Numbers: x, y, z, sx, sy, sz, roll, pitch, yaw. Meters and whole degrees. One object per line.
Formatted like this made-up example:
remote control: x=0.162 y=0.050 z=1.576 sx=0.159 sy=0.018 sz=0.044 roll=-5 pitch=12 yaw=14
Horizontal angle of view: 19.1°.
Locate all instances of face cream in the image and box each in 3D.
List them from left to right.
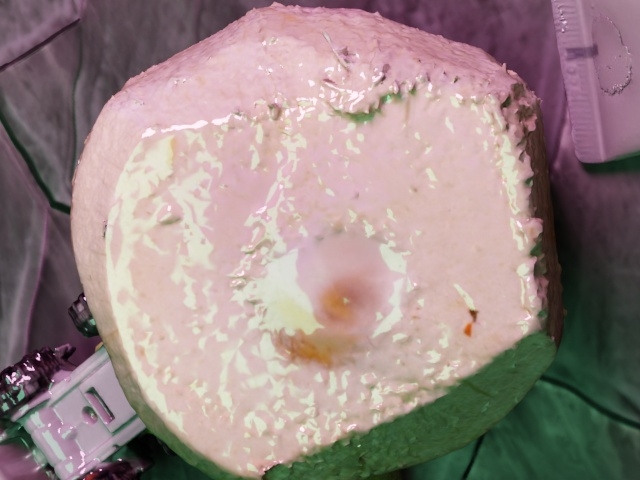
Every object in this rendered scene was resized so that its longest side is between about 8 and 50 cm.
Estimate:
face cream: x=0.266 y=-0.114 z=1.056 sx=0.314 sy=0.089 sz=0.143 roll=-1 pitch=108 yaw=36

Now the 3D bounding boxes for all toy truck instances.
toy truck: x=-0.145 y=0.113 z=1.333 sx=0.286 sy=0.111 sz=0.136 roll=-38 pitch=85 yaw=34

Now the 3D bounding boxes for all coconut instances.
coconut: x=0.000 y=0.000 z=1.128 sx=0.297 sy=0.254 sz=0.297 roll=1 pitch=101 yaw=3

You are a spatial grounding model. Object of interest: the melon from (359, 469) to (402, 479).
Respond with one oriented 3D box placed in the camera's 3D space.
melon: x=0.004 y=0.152 z=1.275 sx=0.099 sy=0.099 sz=0.162 roll=-3 pitch=102 yaw=29
